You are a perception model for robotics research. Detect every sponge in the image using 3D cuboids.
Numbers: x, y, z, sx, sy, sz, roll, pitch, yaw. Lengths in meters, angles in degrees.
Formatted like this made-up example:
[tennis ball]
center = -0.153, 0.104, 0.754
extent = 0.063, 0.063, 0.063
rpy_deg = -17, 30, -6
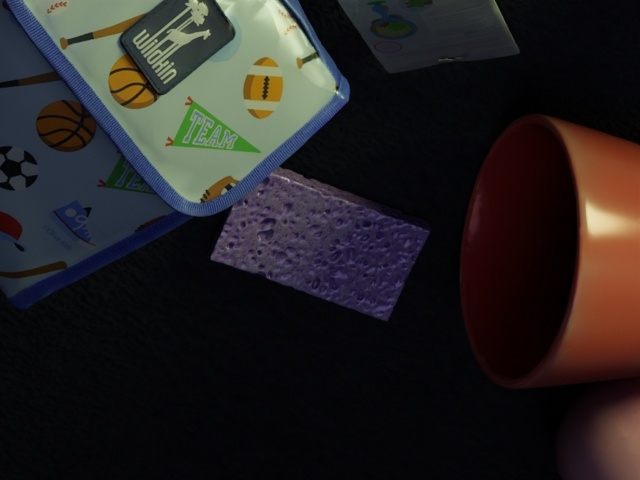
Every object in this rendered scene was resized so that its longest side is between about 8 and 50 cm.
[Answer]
[sponge]
center = 0.000, 0.000, 1.713
extent = 0.210, 0.031, 0.117
rpy_deg = 20, 112, -15

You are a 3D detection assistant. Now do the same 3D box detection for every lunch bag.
[lunch bag]
center = -0.212, -0.164, 1.467
extent = 0.386, 0.239, 0.328
rpy_deg = -26, 120, 20

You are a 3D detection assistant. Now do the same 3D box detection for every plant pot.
[plant pot]
center = 0.304, 0.020, 1.642
extent = 0.243, 0.275, 0.274
rpy_deg = 6, 116, -19

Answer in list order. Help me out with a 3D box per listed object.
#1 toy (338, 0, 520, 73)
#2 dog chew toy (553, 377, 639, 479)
[toy]
center = 0.098, -0.231, 1.533
extent = 0.137, 0.237, 0.056
rpy_deg = -6, 75, 17
[dog chew toy]
center = 0.420, 0.193, 1.766
extent = 0.332, 0.206, 0.206
rpy_deg = -37, 114, 4
